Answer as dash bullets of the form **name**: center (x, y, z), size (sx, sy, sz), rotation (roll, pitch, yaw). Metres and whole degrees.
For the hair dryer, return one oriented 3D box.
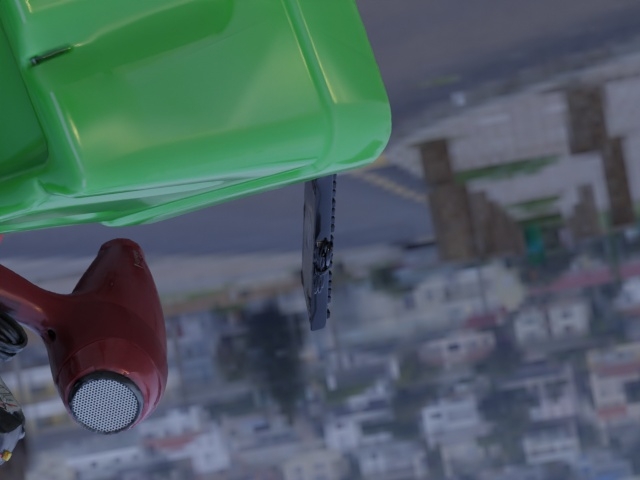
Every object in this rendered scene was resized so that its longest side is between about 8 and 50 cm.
- **hair dryer**: center (-0.194, 0.038, 1.295), size (0.080, 0.223, 0.293), rotation (-42, 164, 23)

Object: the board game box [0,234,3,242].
- **board game box**: center (-0.399, -0.031, 1.754), size (0.242, 0.316, 0.064), rotation (8, 159, 30)

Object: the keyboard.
- **keyboard**: center (0.000, 0.000, 1.768), size (0.023, 0.180, 0.108), rotation (-3, -142, -6)

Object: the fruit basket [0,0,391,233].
- **fruit basket**: center (-0.073, -0.203, 1.000), size (0.392, 0.392, 0.283), rotation (-8, 177, -42)
